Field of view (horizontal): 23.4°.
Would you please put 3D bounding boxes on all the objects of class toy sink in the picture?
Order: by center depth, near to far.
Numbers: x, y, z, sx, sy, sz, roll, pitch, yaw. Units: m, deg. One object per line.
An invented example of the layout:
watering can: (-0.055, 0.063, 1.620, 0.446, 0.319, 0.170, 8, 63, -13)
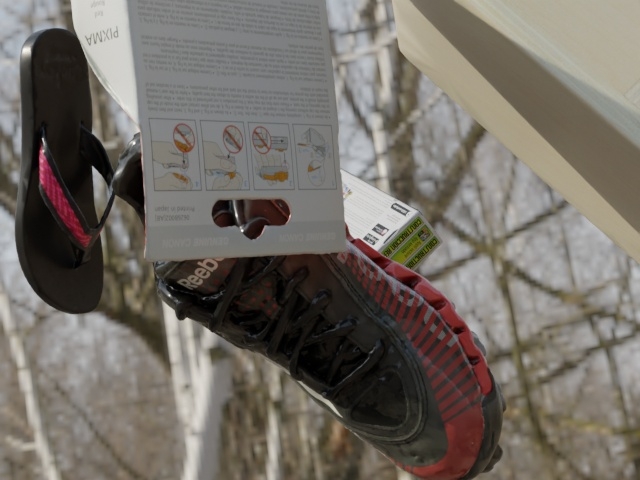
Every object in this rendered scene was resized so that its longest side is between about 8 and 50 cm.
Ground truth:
toy sink: (0.162, -0.103, 0.818, 0.131, 0.234, 0.153, -44, -18, -7)

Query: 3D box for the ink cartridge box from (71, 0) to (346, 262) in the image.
ink cartridge box: (-0.052, -0.080, 0.756, 0.045, 0.179, 0.145, -4, -1, 41)

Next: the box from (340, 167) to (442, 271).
box: (0.000, 0.000, 1.212, 0.114, 0.036, 0.207, -44, 29, -6)

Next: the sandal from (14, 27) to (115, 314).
sandal: (-0.153, -0.040, 0.948, 0.040, 0.179, 0.067, 5, 13, 32)

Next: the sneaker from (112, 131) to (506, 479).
sneaker: (-0.015, 0.030, 0.843, 0.097, 0.276, 0.135, -48, -17, 28)
